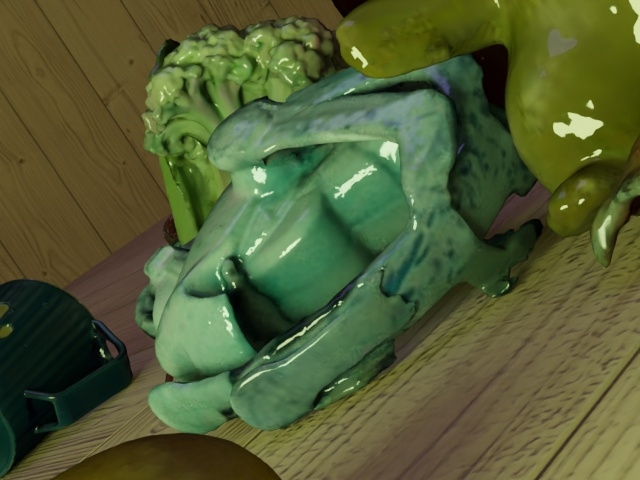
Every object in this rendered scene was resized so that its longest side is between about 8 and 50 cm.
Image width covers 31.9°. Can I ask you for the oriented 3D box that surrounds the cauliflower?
[{"bbox_3d":[-0.043,-0.029,0.834,0.256,0.239,0.315,-21,55,63],"label":"cauliflower"}]

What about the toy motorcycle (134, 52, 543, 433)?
[{"bbox_3d":[0.000,0.000,0.629,0.260,0.154,0.206,-39,30,9],"label":"toy motorcycle"}]

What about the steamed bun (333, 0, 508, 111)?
[{"bbox_3d":[0.160,-0.256,1.146,0.248,0.235,0.379,-37,6,6],"label":"steamed bun"}]

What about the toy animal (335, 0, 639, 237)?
[{"bbox_3d":[0.079,-0.172,0.522,0.180,0.363,0.181,-36,-14,-53],"label":"toy animal"}]

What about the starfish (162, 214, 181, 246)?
[{"bbox_3d":[-0.085,-0.089,1.583,0.303,0.113,0.312,-40,8,-40],"label":"starfish"}]

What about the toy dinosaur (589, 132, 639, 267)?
[{"bbox_3d":[0.181,-0.025,0.269,0.206,0.113,0.327,-66,11,-25],"label":"toy dinosaur"}]

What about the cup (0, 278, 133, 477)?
[{"bbox_3d":[-0.258,0.124,0.969,0.177,0.131,0.155,-3,24,19],"label":"cup"}]

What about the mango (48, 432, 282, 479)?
[{"bbox_3d":[-0.078,0.132,0.300,0.130,0.092,0.194,-23,22,43],"label":"mango"}]
